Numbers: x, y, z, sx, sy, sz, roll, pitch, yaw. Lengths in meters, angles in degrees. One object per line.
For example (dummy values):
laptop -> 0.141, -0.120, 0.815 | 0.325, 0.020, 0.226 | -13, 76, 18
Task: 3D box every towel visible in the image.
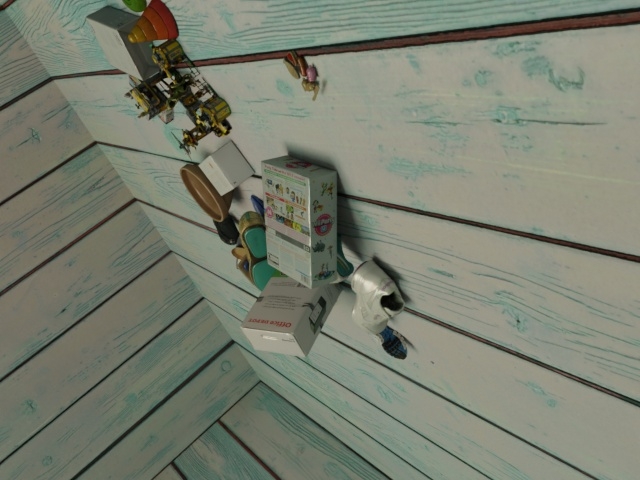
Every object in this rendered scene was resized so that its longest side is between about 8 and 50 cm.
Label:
towel -> -0.152, -0.006, 2.150 | 0.209, 0.034, 0.285 | 46, 161, 46

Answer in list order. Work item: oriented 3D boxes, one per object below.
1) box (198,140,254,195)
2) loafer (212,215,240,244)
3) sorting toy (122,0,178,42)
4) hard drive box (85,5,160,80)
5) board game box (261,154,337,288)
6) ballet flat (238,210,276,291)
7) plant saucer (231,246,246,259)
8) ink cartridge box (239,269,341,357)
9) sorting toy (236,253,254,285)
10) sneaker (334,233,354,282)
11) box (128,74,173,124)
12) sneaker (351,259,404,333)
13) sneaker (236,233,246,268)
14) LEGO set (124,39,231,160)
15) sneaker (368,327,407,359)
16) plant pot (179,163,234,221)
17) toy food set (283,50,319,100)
box -> -0.307, -0.232, 2.030 | 0.130, 0.091, 0.170 | 54, 159, -11
loafer -> -0.373, -0.058, 2.444 | 0.223, 0.076, 0.078 | 49, 154, 47
sorting toy -> -0.565, -0.668, 1.767 | 0.365, 0.126, 0.127 | 43, 158, 16
hard drive box -> -0.625, -0.631, 1.996 | 0.232, 0.089, 0.181 | 31, 152, 39
board game box -> -0.056, -0.054, 1.669 | 0.224, 0.098, 0.303 | 26, 125, 48
ballet flat -> -0.204, 0.035, 2.130 | 0.123, 0.123, 0.348 | 35, 152, 34
plant saucer -> -0.286, 0.045, 2.302 | 0.084, 0.015, 0.083 | 9, 146, 6
ink cartridge box -> -0.092, 0.219, 2.008 | 0.211, 0.289, 0.121 | 2, 133, 32
sorting toy -> -0.219, 0.091, 2.297 | 0.046, 0.132, 0.274 | 22, 157, 38
sneaker -> 0.000, 0.000, 1.795 | 0.275, 0.110, 0.107 | 62, 145, 17
box -> -0.600, -0.517, 2.210 | 0.207, 0.036, 0.114 | 47, 159, 6
sneaker -> 0.165, 0.193, 1.773 | 0.152, 0.114, 0.305 | 37, 156, 32
sneaker -> -0.245, 0.034, 2.380 | 0.131, 0.112, 0.319 | 23, 153, 6
LEGO set -> -0.439, -0.406, 1.859 | 0.331, 0.192, 0.255 | 54, 159, -11
sneaker -> 0.210, 0.316, 1.974 | 0.191, 0.071, 0.083 | 43, 166, 41
plant pot -> -0.386, -0.190, 2.233 | 0.237, 0.110, 0.237 | 42, 158, 22
toy food set -> -0.036, -0.369, 1.368 | 0.122, 0.019, 0.078 | 55, 159, 8
